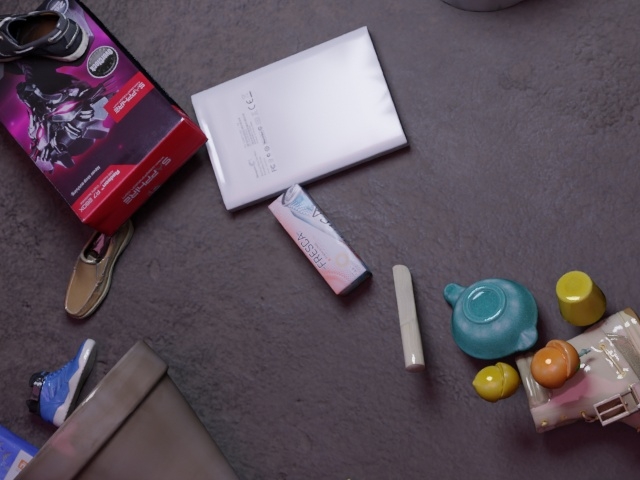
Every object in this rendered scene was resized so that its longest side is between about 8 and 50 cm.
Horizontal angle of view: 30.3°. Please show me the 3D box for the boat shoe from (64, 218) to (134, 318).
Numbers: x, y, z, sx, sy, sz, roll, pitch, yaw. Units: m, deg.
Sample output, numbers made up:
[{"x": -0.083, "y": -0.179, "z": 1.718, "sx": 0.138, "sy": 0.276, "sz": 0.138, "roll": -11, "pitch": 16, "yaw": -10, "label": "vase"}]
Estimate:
[{"x": -0.372, "y": 0.037, "z": 1.925, "sx": 0.068, "sy": 0.072, "sz": 0.190, "roll": 23, "pitch": 88, "yaw": 15, "label": "boat shoe"}]

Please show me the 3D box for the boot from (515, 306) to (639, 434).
[{"x": 0.413, "y": 0.252, "z": 1.711, "sx": 0.203, "sy": 0.095, "sz": 0.262, "roll": -24, "pitch": 77, "yaw": 8, "label": "boot"}]

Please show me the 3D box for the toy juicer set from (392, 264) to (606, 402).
[{"x": 0.245, "y": 0.145, "z": 1.746, "sx": 0.329, "sy": 0.089, "sz": 0.209, "roll": 2, "pitch": 61, "yaw": 28, "label": "toy juicer set"}]

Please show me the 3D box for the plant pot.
[{"x": -0.275, "y": 0.359, "z": 1.769, "sx": 0.280, "sy": 0.323, "sz": 0.323, "roll": 43, "pitch": 94, "yaw": -2, "label": "plant pot"}]

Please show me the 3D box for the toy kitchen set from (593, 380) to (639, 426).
[{"x": 0.421, "y": 0.240, "z": 1.620, "sx": 0.075, "sy": 0.083, "sz": 0.068, "roll": -26, "pitch": 73, "yaw": 9, "label": "toy kitchen set"}]

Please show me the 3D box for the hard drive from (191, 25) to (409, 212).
[{"x": -0.036, "y": -0.193, "z": 1.895, "sx": 0.307, "sy": 0.040, "sz": 0.203, "roll": -20, "pitch": 79, "yaw": 9, "label": "hard drive"}]

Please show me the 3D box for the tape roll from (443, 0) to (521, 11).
[{"x": 0.245, "y": -0.490, "z": 1.803, "sx": 0.246, "sy": 0.169, "sz": 0.246, "roll": -1, "pitch": 83, "yaw": 12, "label": "tape roll"}]

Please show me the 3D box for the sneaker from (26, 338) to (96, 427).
[{"x": -0.426, "y": 0.220, "z": 1.922, "sx": 0.084, "sy": 0.058, "sz": 0.152, "roll": 23, "pitch": 95, "yaw": 6, "label": "sneaker"}]

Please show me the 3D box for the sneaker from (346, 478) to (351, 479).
[{"x": 0.037, "y": 0.438, "z": 1.795, "sx": 0.059, "sy": 0.053, "sz": 0.144, "roll": 21, "pitch": 89, "yaw": 12, "label": "sneaker"}]

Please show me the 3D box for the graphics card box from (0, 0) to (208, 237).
[{"x": -0.381, "y": -0.214, "z": 1.917, "sx": 0.233, "sy": 0.094, "sz": 0.371, "roll": -44, "pitch": 64, "yaw": 5, "label": "graphics card box"}]

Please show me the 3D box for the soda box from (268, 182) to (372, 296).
[{"x": 0.000, "y": 0.000, "z": 1.854, "sx": 0.063, "sy": 0.058, "sz": 0.183, "roll": -40, "pitch": 77, "yaw": 5, "label": "soda box"}]

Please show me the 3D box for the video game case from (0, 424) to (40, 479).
[{"x": -0.611, "y": 0.399, "z": 1.941, "sx": 0.269, "sy": 0.061, "sz": 0.244, "roll": 28, "pitch": 89, "yaw": 15, "label": "video game case"}]

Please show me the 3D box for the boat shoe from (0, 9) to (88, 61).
[{"x": -0.487, "y": -0.336, "z": 1.899, "sx": 0.233, "sy": 0.079, "sz": 0.084, "roll": 5, "pitch": 78, "yaw": 25, "label": "boat shoe"}]
